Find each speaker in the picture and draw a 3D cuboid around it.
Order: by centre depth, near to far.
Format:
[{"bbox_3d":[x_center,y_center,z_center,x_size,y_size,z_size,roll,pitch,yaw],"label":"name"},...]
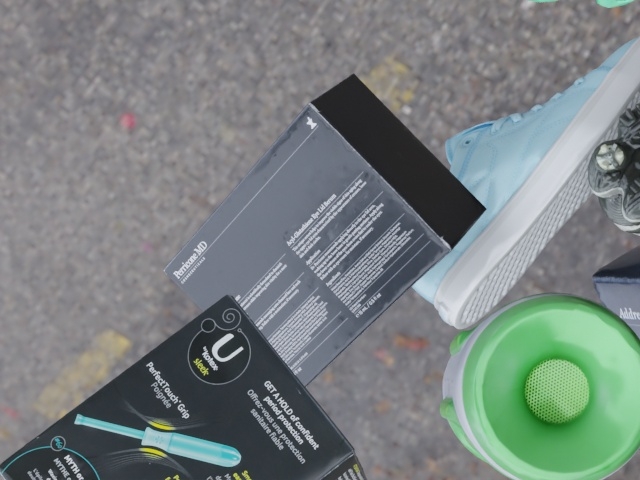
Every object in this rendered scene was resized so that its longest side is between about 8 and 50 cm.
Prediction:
[{"bbox_3d":[0.151,0.105,1.067,0.131,0.131,0.296,28,176,5],"label":"speaker"}]

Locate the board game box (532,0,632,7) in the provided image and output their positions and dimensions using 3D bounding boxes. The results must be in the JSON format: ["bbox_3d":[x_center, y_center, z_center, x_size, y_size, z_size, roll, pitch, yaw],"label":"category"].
[{"bbox_3d":[-0.037,-0.203,0.643,0.390,0.050,0.390,2,162,6],"label":"board game box"}]

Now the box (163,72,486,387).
[{"bbox_3d":[0.000,0.000,1.461,0.184,0.103,0.261,45,126,0],"label":"box"}]

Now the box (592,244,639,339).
[{"bbox_3d":[0.554,0.174,1.364,0.471,0.297,0.480,62,163,-9],"label":"box"}]

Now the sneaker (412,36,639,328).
[{"bbox_3d":[0.207,-0.091,1.574,0.150,0.366,0.135,41,178,21],"label":"sneaker"}]

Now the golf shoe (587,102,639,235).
[{"bbox_3d":[0.348,-0.110,1.317,0.105,0.273,0.120,54,-176,27],"label":"golf shoe"}]

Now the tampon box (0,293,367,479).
[{"bbox_3d":[-0.072,0.135,0.868,0.120,0.161,0.101,51,172,21],"label":"tampon box"}]
